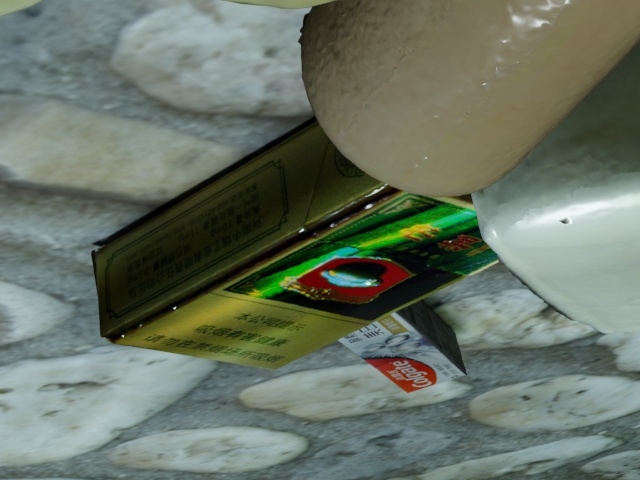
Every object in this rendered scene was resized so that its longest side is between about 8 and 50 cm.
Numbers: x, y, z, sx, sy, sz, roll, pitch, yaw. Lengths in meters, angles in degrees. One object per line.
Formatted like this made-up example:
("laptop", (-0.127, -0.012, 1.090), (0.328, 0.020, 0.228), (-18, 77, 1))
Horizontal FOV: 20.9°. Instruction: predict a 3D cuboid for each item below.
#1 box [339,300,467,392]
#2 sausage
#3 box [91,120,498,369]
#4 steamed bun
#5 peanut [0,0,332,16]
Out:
("box", (0.052, 0.065, 1.255), (0.055, 0.039, 0.218), (-19, 158, 12))
("sausage", (0.088, -0.125, 0.685), (0.123, 0.123, 0.253), (-3, 157, -24))
("box", (0.000, 0.000, 1.022), (0.240, 0.071, 0.159), (-28, 151, 34))
("steamed bun", (0.181, -0.046, 0.900), (0.164, 0.146, 0.242), (-18, 157, 21))
("peanut", (-0.086, -0.137, 0.522), (0.313, 0.152, 0.152), (-3, 157, -28))
